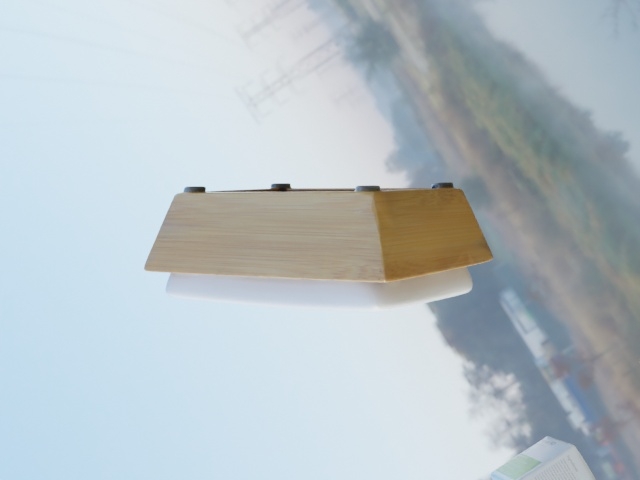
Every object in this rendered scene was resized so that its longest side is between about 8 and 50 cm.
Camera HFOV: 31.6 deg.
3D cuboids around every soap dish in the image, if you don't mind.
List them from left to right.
[{"bbox_3d":[0.000,0.000,1.170,0.229,0.291,0.118,-7,-83,-56],"label":"soap dish"}]

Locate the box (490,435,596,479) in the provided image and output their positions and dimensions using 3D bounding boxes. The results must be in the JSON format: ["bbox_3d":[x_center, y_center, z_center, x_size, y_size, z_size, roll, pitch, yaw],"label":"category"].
[{"bbox_3d":[0.264,0.290,1.285,0.102,0.087,0.101,59,173,1],"label":"box"}]
